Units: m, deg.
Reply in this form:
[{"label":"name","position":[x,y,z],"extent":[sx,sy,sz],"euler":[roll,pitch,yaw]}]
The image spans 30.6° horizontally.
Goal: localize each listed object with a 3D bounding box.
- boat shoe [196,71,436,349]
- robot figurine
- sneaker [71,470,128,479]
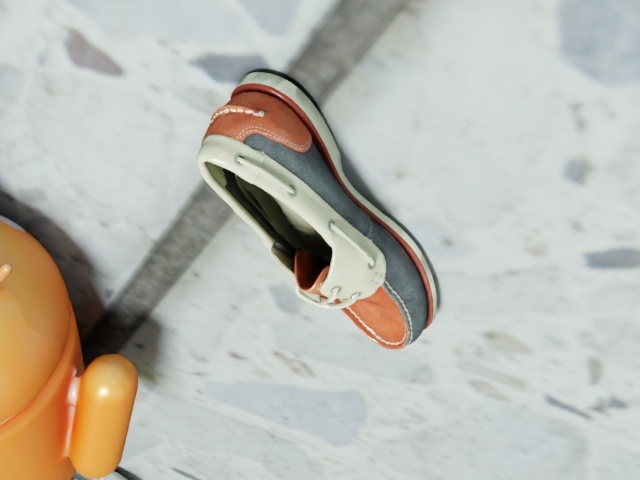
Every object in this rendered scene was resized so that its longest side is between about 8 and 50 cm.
[{"label":"boat shoe","position":[0.000,0.000,0.442],"extent":[0.049,0.043,0.137],"euler":[-4,136,37]},{"label":"robot figurine","position":[-0.181,0.067,0.590],"extent":[0.158,0.128,0.219],"euler":[46,154,24]},{"label":"sneaker","position":[-0.145,0.225,0.796],"extent":[0.118,0.110,0.292],"euler":[-21,123,38]}]
